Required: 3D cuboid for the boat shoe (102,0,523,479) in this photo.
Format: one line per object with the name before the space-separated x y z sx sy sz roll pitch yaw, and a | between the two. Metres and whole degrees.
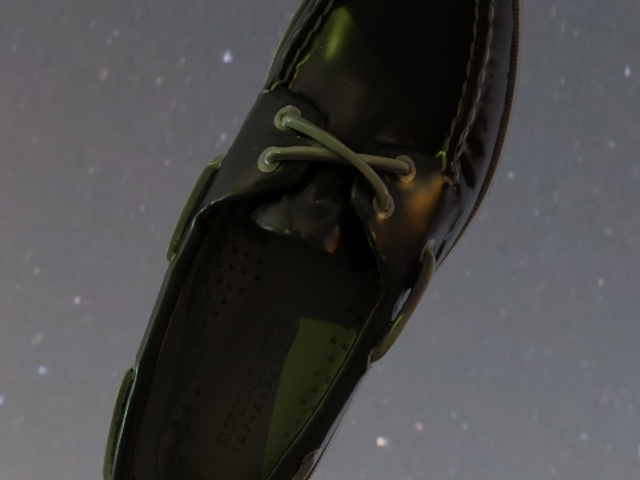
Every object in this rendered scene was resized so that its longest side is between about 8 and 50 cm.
boat shoe | 0.000 0.000 0.681 0.114 0.091 0.302 21 -83 7
